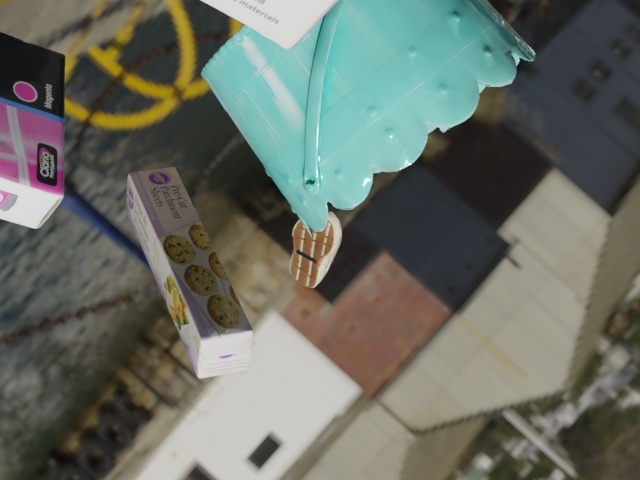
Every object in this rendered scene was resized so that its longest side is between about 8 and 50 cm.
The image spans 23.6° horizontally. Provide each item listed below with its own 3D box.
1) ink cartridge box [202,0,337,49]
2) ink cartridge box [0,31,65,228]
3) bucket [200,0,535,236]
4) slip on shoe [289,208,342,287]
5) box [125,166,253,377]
[{"bbox_3d":[0.022,-0.298,0.892,0.306,0.131,0.226,-44,-148,37],"label":"ink cartridge box"},{"bbox_3d":[-0.398,-0.141,1.326,0.069,0.370,0.176,-45,-141,41],"label":"ink cartridge box"},{"bbox_3d":[0.040,-0.157,1.392,0.281,0.183,0.281,-39,-177,3],"label":"bucket"},{"bbox_3d":[0.000,0.000,1.615,0.041,0.051,0.135,-51,165,-31],"label":"slip on shoe"},{"bbox_3d":[-0.160,0.032,1.826,0.067,0.324,0.063,-7,130,-19],"label":"box"}]
